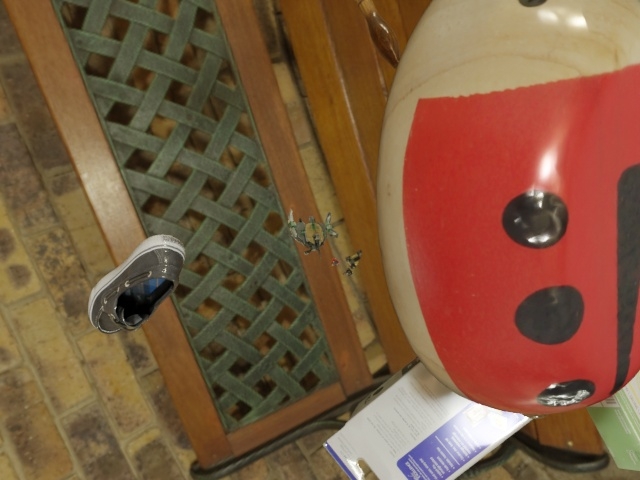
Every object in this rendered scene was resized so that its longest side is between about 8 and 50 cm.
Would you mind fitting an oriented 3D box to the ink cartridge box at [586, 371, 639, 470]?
[{"bbox_3d":[0.421,0.159,0.717,0.056,0.235,0.171,-22,101,52],"label":"ink cartridge box"}]

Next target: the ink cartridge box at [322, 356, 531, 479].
[{"bbox_3d":[0.180,0.257,0.803,0.165,0.333,0.065,51,-176,4],"label":"ink cartridge box"}]

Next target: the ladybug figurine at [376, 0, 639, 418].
[{"bbox_3d":[0.208,-0.020,0.482,0.162,0.305,0.449,29,135,60],"label":"ladybug figurine"}]

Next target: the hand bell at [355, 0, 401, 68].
[{"bbox_3d":[0.076,-0.403,0.911,0.242,0.126,0.126,63,147,6],"label":"hand bell"}]

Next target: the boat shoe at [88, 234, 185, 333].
[{"bbox_3d":[-0.255,0.083,0.731,0.228,0.080,0.076,-37,44,31],"label":"boat shoe"}]

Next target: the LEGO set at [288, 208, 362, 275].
[{"bbox_3d":[0.000,0.002,0.507,0.083,0.054,0.023,53,142,0],"label":"LEGO set"}]
